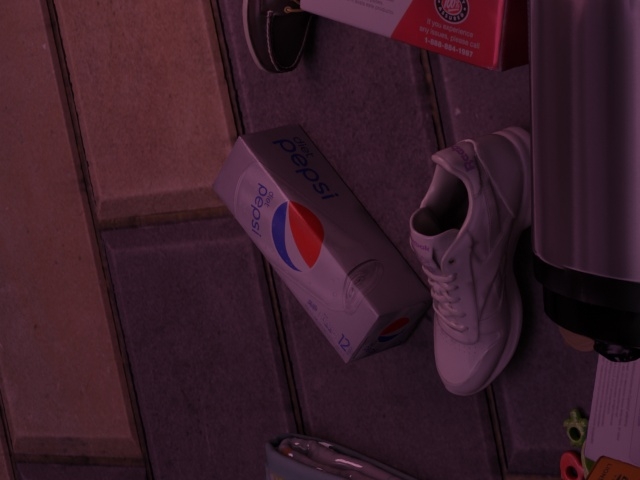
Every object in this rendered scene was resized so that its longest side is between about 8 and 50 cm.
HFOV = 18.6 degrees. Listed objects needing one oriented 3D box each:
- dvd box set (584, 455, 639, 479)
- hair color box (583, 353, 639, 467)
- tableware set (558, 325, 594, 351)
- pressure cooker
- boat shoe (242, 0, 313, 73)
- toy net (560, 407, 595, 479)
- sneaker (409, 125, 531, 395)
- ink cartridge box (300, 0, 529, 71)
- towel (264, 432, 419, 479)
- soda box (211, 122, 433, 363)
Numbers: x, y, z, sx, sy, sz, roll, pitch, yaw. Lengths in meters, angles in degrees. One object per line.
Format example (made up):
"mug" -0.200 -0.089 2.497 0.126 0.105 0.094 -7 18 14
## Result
"dvd box set" 0.463 0.345 1.755 0.420 0.062 0.307 15 154 44
"hair color box" 0.422 0.176 1.842 0.339 0.110 0.185 26 120 41
"tableware set" 0.286 0.033 2.011 0.141 0.020 0.169 -18 89 47
"pressure cooker" 0.355 -0.065 1.646 0.375 0.370 0.420 11 106 49
"boat shoe" -0.036 -0.296 2.207 0.068 0.081 0.228 21 114 46
"toy net" 0.294 0.300 2.067 0.122 0.045 0.232 13 112 44
"sneaker" 0.143 0.025 2.061 0.114 0.152 0.305 33 124 47
"ink cartridge box" 0.140 -0.393 1.928 0.279 0.160 0.385 24 119 40
"towel" 0.070 0.428 2.316 0.374 0.090 0.320 19 115 43
"soda box" 0.000 0.000 2.251 0.286 0.098 0.091 53 134 23
